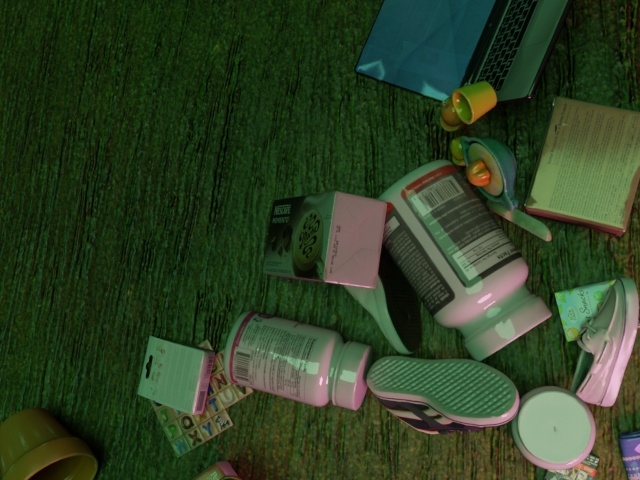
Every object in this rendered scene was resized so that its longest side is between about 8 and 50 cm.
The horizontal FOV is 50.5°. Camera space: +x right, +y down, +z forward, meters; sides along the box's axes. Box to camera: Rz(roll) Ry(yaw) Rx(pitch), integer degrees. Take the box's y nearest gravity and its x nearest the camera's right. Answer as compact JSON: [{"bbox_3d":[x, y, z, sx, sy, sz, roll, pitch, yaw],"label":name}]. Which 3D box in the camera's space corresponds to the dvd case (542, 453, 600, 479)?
[{"bbox_3d":[0.481,0.462,1.318,0.087,0.013,0.120,19,87,17],"label":"dvd case"}]

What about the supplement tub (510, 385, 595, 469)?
[{"bbox_3d":[0.422,0.343,1.243,0.144,0.200,0.145,-4,73,14],"label":"supplement tub"}]

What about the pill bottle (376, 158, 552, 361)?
[{"bbox_3d":[0.269,0.041,1.328,0.210,0.210,0.363,-35,76,9],"label":"pill bottle"}]

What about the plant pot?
[{"bbox_3d":[-0.646,0.493,1.550,0.205,0.205,0.188,-50,59,5],"label":"plant pot"}]

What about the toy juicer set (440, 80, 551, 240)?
[{"bbox_3d":[0.311,-0.139,1.329,0.089,0.209,0.329,-28,99,-11],"label":"toy juicer set"}]

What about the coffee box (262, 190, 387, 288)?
[{"bbox_3d":[0.000,0.000,1.365,0.118,0.297,0.168,10,86,-26],"label":"coffee box"}]

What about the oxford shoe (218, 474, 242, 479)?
[{"bbox_3d":[-0.169,0.580,1.258,0.096,0.098,0.272,-3,74,0],"label":"oxford shoe"}]

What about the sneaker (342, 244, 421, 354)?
[{"bbox_3d":[0.116,0.109,1.438,0.123,0.105,0.290,-28,83,45],"label":"sneaker"}]

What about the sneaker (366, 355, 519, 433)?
[{"bbox_3d":[0.246,0.302,1.301,0.321,0.127,0.126,4,48,46],"label":"sneaker"}]

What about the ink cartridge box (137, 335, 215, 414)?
[{"bbox_3d":[-0.331,0.306,1.555,0.179,0.045,0.146,9,86,35],"label":"ink cartridge box"}]

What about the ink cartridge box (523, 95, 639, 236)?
[{"bbox_3d":[0.528,-0.146,1.340,0.193,0.088,0.235,16,88,18],"label":"ink cartridge box"}]

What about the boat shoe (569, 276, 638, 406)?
[{"bbox_3d":[0.523,0.190,1.261,0.084,0.095,0.258,7,104,5],"label":"boat shoe"}]

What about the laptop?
[{"bbox_3d":[0.302,-0.490,1.377,0.236,0.408,0.382,23,90,-17],"label":"laptop"}]

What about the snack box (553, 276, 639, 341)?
[{"bbox_3d":[0.540,0.135,1.328,0.141,0.037,0.100,-14,80,14],"label":"snack box"}]

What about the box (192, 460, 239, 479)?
[{"bbox_3d":[-0.278,0.644,1.380,0.345,0.168,0.215,-37,76,-10],"label":"box"}]

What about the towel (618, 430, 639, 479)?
[{"bbox_3d":[0.713,0.495,1.235,0.243,0.040,0.336,-16,79,14],"label":"towel"}]

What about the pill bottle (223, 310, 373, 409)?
[{"bbox_3d":[-0.044,0.252,1.416,0.282,0.160,0.161,12,87,16],"label":"pill bottle"}]

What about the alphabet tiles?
[{"bbox_3d":[-0.275,0.351,1.549,0.237,0.009,0.198,-33,76,10],"label":"alphabet tiles"}]
